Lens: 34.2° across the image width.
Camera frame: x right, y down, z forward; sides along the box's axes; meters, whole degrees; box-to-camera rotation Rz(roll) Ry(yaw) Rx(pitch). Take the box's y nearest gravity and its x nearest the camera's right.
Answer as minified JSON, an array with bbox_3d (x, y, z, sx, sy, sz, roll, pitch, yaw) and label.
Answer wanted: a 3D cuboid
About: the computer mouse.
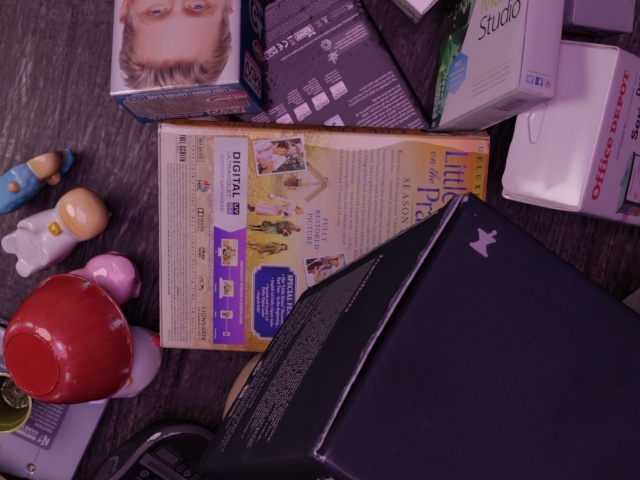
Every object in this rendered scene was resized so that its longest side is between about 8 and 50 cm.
[{"bbox_3d":[-0.264,0.335,1.479,0.272,0.072,0.188,-37,120,8],"label":"computer mouse"}]

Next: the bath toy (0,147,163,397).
[{"bbox_3d":[-0.316,0.048,1.442,0.151,0.129,0.348,-28,92,33],"label":"bath toy"}]

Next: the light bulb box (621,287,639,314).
[{"bbox_3d":[0.548,0.199,1.282,0.357,0.361,0.225,20,69,-1],"label":"light bulb box"}]

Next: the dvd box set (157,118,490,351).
[{"bbox_3d":[0.000,0.000,1.358,0.420,0.062,0.308,2,107,2],"label":"dvd box set"}]

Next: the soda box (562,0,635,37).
[{"bbox_3d":[0.367,-0.421,1.388,0.098,0.091,0.286,3,95,-20],"label":"soda box"}]

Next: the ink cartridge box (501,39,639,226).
[{"bbox_3d":[0.372,-0.127,1.330,0.117,0.278,0.202,17,97,43],"label":"ink cartridge box"}]

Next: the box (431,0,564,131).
[{"bbox_3d":[0.226,-0.307,1.307,0.058,0.232,0.322,12,79,-18],"label":"box"}]

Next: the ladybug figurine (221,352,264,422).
[{"bbox_3d":[0.028,0.339,1.397,0.305,0.162,0.449,-25,81,-5],"label":"ladybug figurine"}]

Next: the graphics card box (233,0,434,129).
[{"bbox_3d":[0.020,-0.162,1.429,0.232,0.094,0.371,-31,94,4],"label":"graphics card box"}]

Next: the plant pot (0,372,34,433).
[{"bbox_3d":[-0.426,0.215,1.427,0.083,0.079,0.083,0,95,2],"label":"plant pot"}]

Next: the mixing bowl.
[{"bbox_3d":[-0.347,0.144,1.357,0.181,0.098,0.182,8,109,25],"label":"mixing bowl"}]

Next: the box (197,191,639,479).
[{"bbox_3d":[0.179,0.244,1.110,0.479,0.472,0.297,35,67,-7],"label":"box"}]

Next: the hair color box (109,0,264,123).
[{"bbox_3d":[-0.168,-0.337,1.349,0.173,0.105,0.347,-4,75,13],"label":"hair color box"}]

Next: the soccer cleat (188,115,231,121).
[{"bbox_3d":[-0.130,-0.136,1.446,0.076,0.068,0.196,-8,102,21],"label":"soccer cleat"}]

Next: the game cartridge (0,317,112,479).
[{"bbox_3d":[-0.460,0.222,1.494,0.297,0.062,0.198,26,99,-1],"label":"game cartridge"}]

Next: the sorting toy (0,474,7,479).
[{"bbox_3d":[-0.469,0.461,1.443,0.257,0.089,0.255,39,121,-2],"label":"sorting toy"}]

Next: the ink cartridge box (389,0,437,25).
[{"bbox_3d":[0.116,-0.346,1.390,0.099,0.135,0.056,43,95,-2],"label":"ink cartridge box"}]
